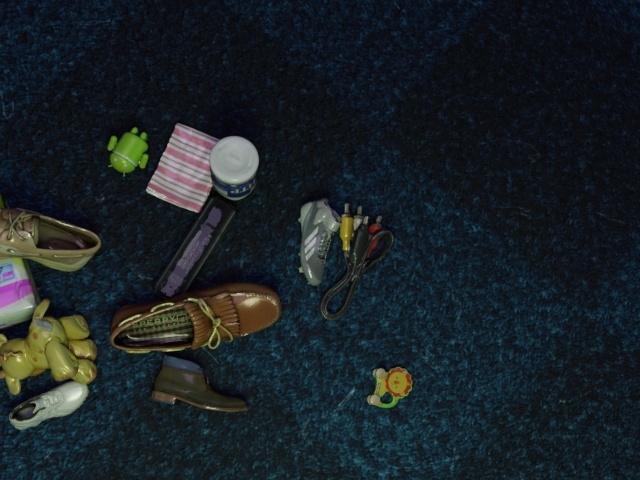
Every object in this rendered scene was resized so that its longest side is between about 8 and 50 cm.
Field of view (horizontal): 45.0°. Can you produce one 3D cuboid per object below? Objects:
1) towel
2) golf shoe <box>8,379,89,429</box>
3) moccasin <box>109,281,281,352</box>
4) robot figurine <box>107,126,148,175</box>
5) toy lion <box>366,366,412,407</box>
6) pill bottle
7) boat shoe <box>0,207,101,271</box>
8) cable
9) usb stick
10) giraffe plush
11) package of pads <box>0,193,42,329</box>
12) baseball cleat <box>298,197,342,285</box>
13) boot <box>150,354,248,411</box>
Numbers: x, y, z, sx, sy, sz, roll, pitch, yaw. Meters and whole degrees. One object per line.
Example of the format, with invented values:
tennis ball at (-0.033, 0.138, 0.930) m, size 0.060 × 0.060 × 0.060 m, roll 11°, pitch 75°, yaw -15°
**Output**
towel at (-0.320, -0.178, 1.874) m, size 0.144 × 0.029 × 0.197 m, roll 22°, pitch 75°, yaw -1°
golf shoe at (-0.592, 0.359, 1.687) m, size 0.176 × 0.086 × 0.069 m, roll -28°, pitch 79°, yaw -13°
moccasin at (-0.275, 0.176, 1.715) m, size 0.380 × 0.147 × 0.139 m, roll -4°, pitch 107°, yaw -7°
robot figurine at (-0.458, -0.212, 1.848) m, size 0.101 × 0.067 × 0.115 m, roll 30°, pitch 75°, yaw -4°
toy lion at (0.165, 0.342, 1.798) m, size 0.096 × 0.034 × 0.100 m, roll 17°, pitch 75°, yaw -9°
pill bottle at (-0.200, -0.160, 1.800) m, size 0.112 × 0.186 × 0.112 m, roll 1°, pitch 76°, yaw -5°
boat shoe at (-0.648, -0.022, 1.675) m, size 0.341 × 0.110 × 0.121 m, roll 14°, pitch 58°, yaw -39°
cable at (0.083, 0.060, 1.859) m, size 0.139 × 0.072 × 0.287 m, roll 19°, pitch 87°, yaw -18°
usb stick at (-0.294, 0.021, 1.821) m, size 0.077 × 0.045 × 0.278 m, roll 32°, pitch 75°, yaw -6°
giraffe plush at (-0.614, 0.248, 1.680) m, size 0.170 × 0.210 × 0.181 m, roll -29°, pitch 47°, yaw 12°
package of pads at (-0.780, 0.066, 1.731) m, size 0.229 × 0.101 × 0.296 m, roll -19°, pitch 78°, yaw -11°
baseball cleat at (0.000, 0.000, 1.825) m, size 0.109 × 0.072 × 0.206 m, roll -15°, pitch 75°, yaw 32°
boot at (-0.264, 0.323, 1.731) m, size 0.219 × 0.082 × 0.106 m, roll 9°, pitch 78°, yaw -2°
